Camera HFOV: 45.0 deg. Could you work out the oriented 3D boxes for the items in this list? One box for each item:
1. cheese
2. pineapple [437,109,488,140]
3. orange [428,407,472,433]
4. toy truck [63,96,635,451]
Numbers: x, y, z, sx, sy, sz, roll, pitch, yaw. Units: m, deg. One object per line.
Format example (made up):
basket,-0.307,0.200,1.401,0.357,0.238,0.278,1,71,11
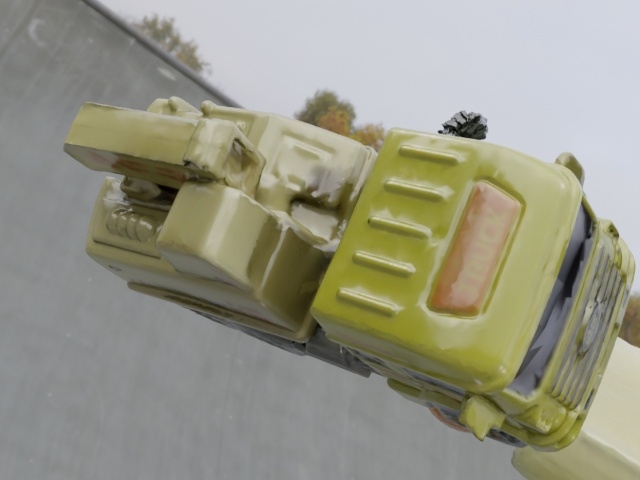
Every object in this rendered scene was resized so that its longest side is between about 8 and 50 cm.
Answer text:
cheese,0.393,0.246,0.881,0.265,0.124,0.242,30,38,30
pineapple,0.200,-0.152,1.253,0.074,0.159,0.074,41,27,-26
orange,0.206,0.160,0.964,0.155,0.178,0.177,59,8,19
toy truck,0.000,0.000,0.571,0.405,0.180,0.254,16,-11,34
